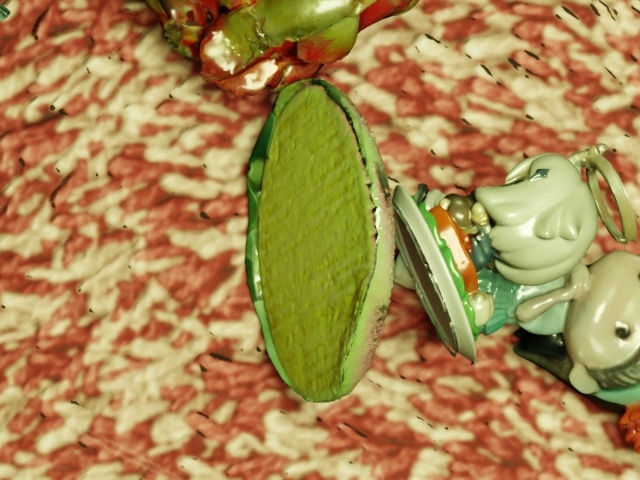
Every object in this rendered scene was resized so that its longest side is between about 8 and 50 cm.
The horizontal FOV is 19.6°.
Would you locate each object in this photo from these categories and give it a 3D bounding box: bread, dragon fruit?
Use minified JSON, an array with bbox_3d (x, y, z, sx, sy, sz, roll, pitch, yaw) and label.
[{"bbox_3d":[0.000,0.000,1.284,0.033,0.228,0.229,-1,80,-24],"label":"bread"},{"bbox_3d":[-0.027,-0.254,1.313,0.231,0.237,0.303,25,100,13],"label":"dragon fruit"}]

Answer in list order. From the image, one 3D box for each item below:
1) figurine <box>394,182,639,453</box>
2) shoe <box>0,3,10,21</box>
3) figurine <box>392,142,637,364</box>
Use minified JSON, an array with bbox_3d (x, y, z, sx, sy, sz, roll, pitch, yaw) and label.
[{"bbox_3d":[0.166,0.051,1.330,0.245,0.110,0.138,24,83,8],"label":"figurine"},{"bbox_3d":[-0.207,-0.263,1.390,0.106,0.091,0.207,42,77,-17],"label":"shoe"},{"bbox_3d":[0.137,-0.002,1.241,0.153,0.132,0.132,-23,82,-4],"label":"figurine"}]
